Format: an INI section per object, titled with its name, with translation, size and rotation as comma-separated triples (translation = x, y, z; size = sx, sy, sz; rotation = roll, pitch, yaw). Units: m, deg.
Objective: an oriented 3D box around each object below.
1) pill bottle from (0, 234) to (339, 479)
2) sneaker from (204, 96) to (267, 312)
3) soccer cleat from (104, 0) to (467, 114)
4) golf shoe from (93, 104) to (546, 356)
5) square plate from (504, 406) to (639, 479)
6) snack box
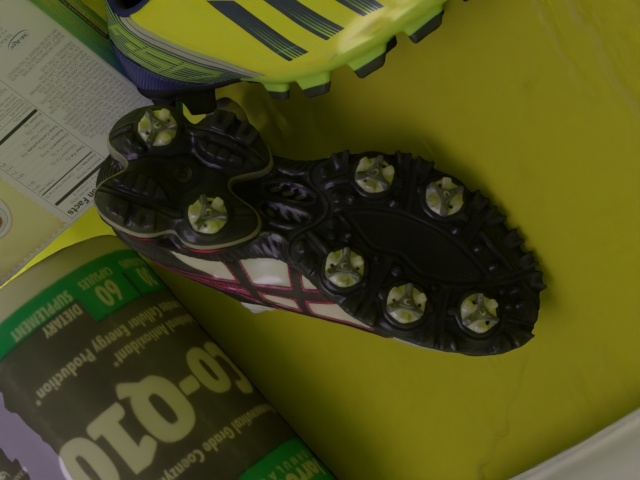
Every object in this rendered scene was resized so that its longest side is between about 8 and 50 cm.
[pill bottle]
translation = -0.104, 0.189, 1.143
size = 0.361, 0.204, 0.204
rotation = 48, 141, 8
[sneaker]
translation = -0.034, -0.024, 1.048
size = 0.061, 0.053, 0.152
rotation = -2, 119, 29
[soccer cleat]
translation = -0.030, -0.145, 0.914
size = 0.289, 0.093, 0.121
rotation = -7, 113, 48
[golf shoe]
translation = 0.000, 0.000, 0.970
size = 0.273, 0.105, 0.120
rotation = 21, 160, 4
[square plate]
translation = 0.274, 0.232, 0.914
size = 0.347, 0.049, 0.344
rotation = 52, 141, 4
[snack box]
translation = -0.267, -0.044, 1.068
size = 0.322, 0.060, 0.187
rotation = -39, 123, 19
